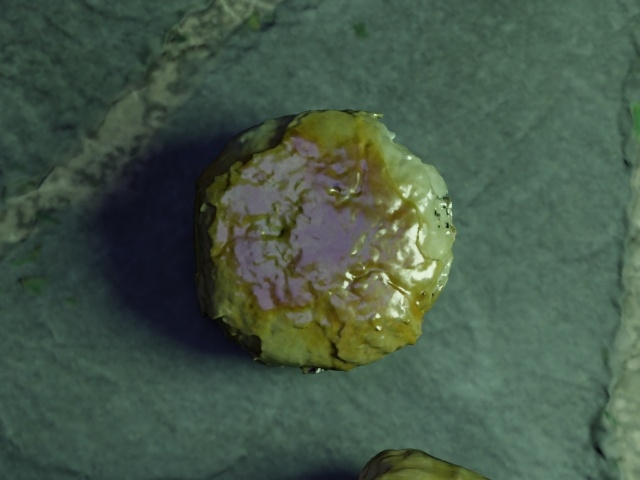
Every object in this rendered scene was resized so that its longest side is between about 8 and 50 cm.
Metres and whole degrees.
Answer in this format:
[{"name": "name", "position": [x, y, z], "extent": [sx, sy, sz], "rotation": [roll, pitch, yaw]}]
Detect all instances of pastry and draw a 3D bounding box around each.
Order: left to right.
[{"name": "pastry", "position": [-0.001, 0.001, 0.821], "extent": [0.153, 0.081, 0.153], "rotation": [2, 76, -7]}]

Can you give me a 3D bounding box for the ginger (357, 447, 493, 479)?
[{"name": "ginger", "position": [0.106, 0.167, 0.765], "extent": [0.334, 0.148, 0.081], "rotation": [12, 102, -15]}]
